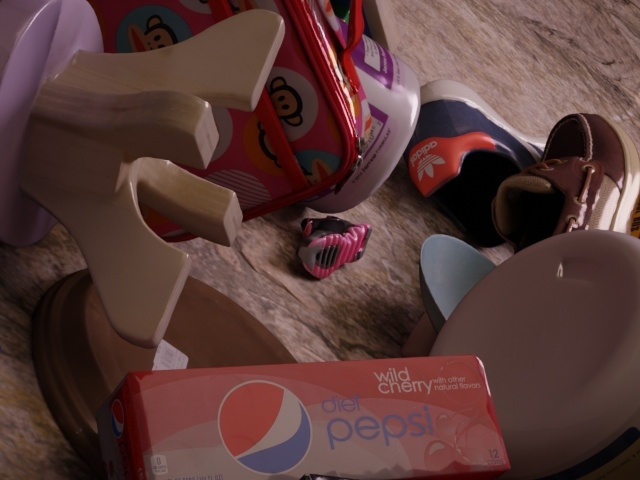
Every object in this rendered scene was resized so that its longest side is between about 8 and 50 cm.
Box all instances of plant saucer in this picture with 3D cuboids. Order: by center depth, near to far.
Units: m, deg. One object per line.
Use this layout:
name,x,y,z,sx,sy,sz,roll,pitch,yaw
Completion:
plant saucer,-0.087,0.117,1.286,0.278,0.041,0.278,34,27,-20
plant saucer,0.150,0.081,1.607,0.195,0.037,0.195,37,28,-23

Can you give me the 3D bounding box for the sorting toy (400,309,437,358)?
sorting toy,0.181,0.135,1.661,0.208,0.038,0.193,43,25,-1

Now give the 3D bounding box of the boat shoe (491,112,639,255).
boat shoe,0.235,-0.034,1.738,0.123,0.123,0.342,30,39,-14

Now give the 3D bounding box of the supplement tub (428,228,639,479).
supplement tub,0.263,0.171,1.449,0.325,0.235,0.235,46,20,-31

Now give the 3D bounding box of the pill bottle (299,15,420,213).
pill bottle,-0.070,-0.159,1.596,0.301,0.169,0.169,30,28,-28

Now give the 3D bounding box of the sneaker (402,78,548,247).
sneaker,0.222,-0.043,1.924,0.350,0.131,0.148,22,42,-33

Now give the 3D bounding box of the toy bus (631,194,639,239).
toy bus,0.343,0.043,1.846,0.108,0.130,0.332,63,30,-24

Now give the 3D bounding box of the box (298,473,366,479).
box,0.059,0.267,1.146,0.247,0.142,0.163,14,39,-45

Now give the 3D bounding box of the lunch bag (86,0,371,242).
lunch bag,-0.083,-0.162,1.394,0.293,0.258,0.120,66,21,-15

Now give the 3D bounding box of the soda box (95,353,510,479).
soda box,-0.011,0.136,1.170,0.263,0.083,0.092,-2,65,-25

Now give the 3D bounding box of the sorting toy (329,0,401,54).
sorting toy,-0.067,-0.272,1.733,0.255,0.089,0.257,25,-17,20

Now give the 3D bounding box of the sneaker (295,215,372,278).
sneaker,0.000,0.000,1.611,0.057,0.047,0.119,30,18,19

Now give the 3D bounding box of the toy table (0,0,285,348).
toy table,-0.141,-0.066,1.220,0.161,0.252,0.274,20,-3,7
